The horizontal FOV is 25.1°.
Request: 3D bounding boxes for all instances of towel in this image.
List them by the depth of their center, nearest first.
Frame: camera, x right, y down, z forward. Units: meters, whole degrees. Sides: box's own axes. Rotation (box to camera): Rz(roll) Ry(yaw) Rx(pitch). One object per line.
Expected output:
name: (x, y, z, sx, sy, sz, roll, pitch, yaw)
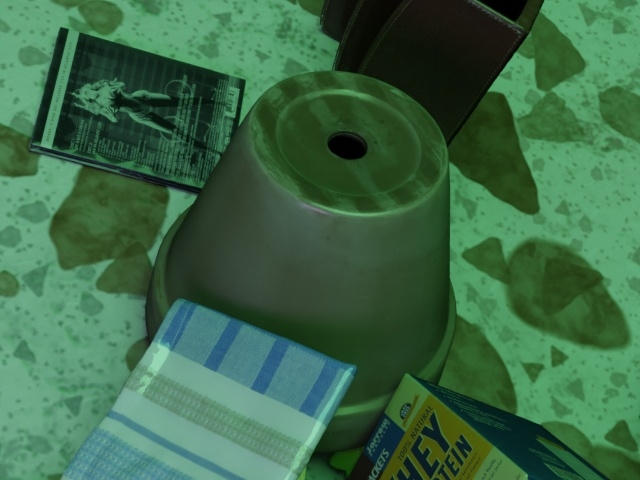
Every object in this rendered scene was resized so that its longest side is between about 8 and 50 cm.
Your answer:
towel: (-0.119, 0.192, 1.236, 0.209, 0.034, 0.285, 20, 68, 34)

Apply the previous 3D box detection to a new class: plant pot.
plant pot: (0.000, 0.000, 1.405, 0.323, 0.280, 0.323, 7, 49, -8)

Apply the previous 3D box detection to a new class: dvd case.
dvd case: (-0.200, -0.141, 1.608, 0.221, 0.018, 0.164, 15, 58, -13)

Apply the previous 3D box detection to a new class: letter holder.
letter holder: (0.100, -0.241, 1.609, 0.214, 0.302, 0.152, 29, 55, -2)

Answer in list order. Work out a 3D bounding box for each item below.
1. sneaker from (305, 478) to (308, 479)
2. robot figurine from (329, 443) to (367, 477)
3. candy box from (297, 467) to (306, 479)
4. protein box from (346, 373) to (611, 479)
sneaker: (0.071, 0.328, 1.385, 0.153, 0.099, 0.282, -26, 77, -29)
robot figurine: (0.069, 0.221, 1.467, 0.115, 0.067, 0.101, 19, 44, -10)
candy box: (-0.090, 0.351, 1.257, 0.087, 0.183, 0.316, 15, 57, -12)
protein box: (0.169, 0.250, 1.353, 0.200, 0.136, 0.201, 24, 8, -35)
